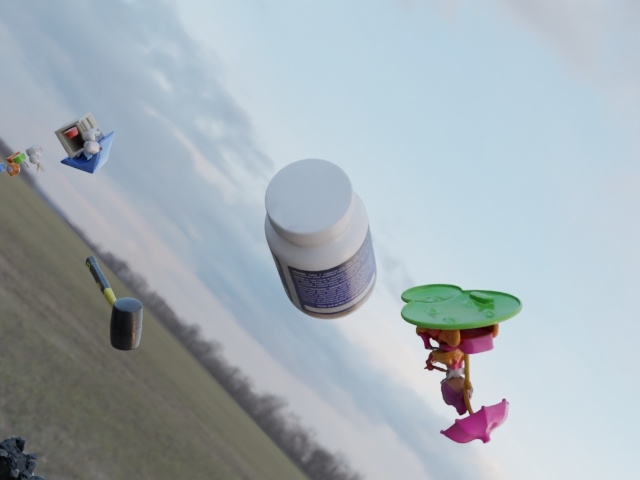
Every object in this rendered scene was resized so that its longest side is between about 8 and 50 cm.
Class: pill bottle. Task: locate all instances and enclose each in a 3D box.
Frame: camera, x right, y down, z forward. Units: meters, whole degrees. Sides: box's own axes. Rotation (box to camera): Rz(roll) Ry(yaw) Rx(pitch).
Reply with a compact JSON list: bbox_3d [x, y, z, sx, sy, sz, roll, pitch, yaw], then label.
[{"bbox_3d":[0.000,0.000,1.494,0.153,0.153,0.265,43,-15,25],"label":"pill bottle"}]

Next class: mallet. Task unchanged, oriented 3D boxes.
[{"bbox_3d":[-0.273,0.063,1.305,0.190,0.039,0.062,53,-42,46],"label":"mallet"}]

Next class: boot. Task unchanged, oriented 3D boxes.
[{"bbox_3d":[-0.302,0.256,0.974,0.099,0.121,0.045,51,33,16],"label":"boot"}]

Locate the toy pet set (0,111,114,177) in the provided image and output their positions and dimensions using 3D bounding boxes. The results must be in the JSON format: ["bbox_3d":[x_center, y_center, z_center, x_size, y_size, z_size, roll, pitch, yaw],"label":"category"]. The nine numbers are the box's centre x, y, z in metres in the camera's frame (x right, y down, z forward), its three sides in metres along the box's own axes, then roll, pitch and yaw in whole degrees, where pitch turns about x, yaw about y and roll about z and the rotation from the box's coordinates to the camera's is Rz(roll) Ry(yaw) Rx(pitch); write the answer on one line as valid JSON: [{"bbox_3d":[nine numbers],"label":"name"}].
[{"bbox_3d":[-0.299,-0.098,1.186,0.065,0.122,0.114,62,23,-17],"label":"toy pet set"}]

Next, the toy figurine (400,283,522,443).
[{"bbox_3d":[0.151,0.142,1.111,0.173,0.130,0.159,-155,-123,-67],"label":"toy figurine"}]
